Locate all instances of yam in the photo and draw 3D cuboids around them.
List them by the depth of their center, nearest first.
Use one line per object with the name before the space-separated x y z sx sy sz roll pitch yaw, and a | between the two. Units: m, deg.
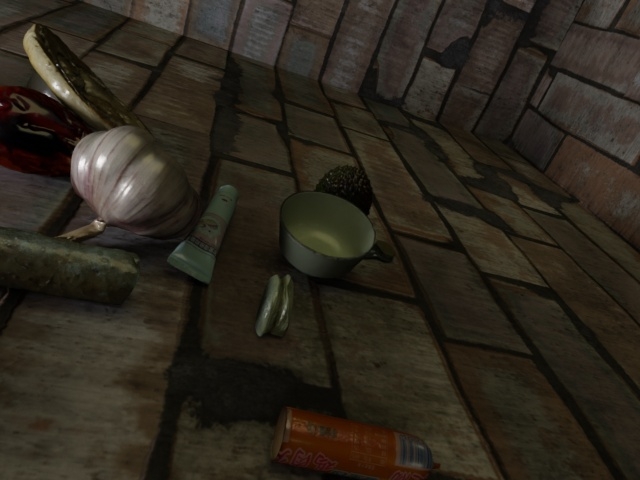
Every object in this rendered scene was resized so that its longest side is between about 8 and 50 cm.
yam | -0.405 0.037 0.762 0.259 0.093 0.093 13 28 -18

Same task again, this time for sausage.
sausage | 0.054 0.279 0.680 0.234 0.071 0.071 16 27 -11

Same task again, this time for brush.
brush | 0.074 0.029 1.198 0.265 0.027 0.062 -3 45 -39

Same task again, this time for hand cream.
hand cream | -0.226 -0.021 1.049 0.085 0.058 0.331 35 29 -15

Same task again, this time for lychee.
lychee | 0.056 -0.109 1.290 0.171 0.171 0.171 17 27 -9

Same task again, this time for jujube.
jujube | -0.560 -0.210 1.022 0.236 0.168 0.168 21 27 -12

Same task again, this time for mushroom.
mushroom | -0.660 -0.360 1.273 0.117 0.141 0.188 -22 45 -8

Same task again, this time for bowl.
bowl | 0.000 0.000 1.081 0.211 0.112 0.212 15 41 -13

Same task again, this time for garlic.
garlic | -0.361 -0.065 0.904 0.245 0.245 0.253 31 65 18

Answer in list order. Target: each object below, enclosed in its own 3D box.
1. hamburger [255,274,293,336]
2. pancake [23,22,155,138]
hamburger | -0.076 0.103 0.891 0.054 0.084 0.121 15 26 -10
pancake | -0.526 -0.326 1.201 0.387 0.082 0.387 48 4 -4
